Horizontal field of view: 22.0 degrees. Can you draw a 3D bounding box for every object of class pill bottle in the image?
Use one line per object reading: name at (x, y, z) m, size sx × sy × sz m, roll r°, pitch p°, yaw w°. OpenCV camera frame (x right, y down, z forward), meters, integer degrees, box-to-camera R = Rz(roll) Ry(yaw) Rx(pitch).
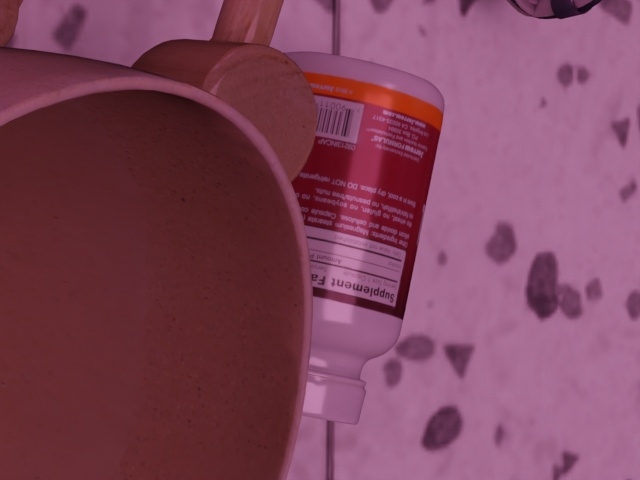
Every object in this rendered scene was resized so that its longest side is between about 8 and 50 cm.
pill bottle at (0.000, 0.000, 0.722) m, size 0.086 × 0.086 × 0.152 m, roll 15°, pitch 84°, yaw -39°

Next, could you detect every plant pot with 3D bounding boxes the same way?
plant pot at (-0.160, 0.060, 0.501) m, size 0.284 × 0.191 × 0.284 m, roll -42°, pitch 143°, yaw -42°

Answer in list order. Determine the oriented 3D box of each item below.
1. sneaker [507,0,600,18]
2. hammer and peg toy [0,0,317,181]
sneaker at (0.171, -0.160, 0.838) m, size 0.226 × 0.086 × 0.163 m, roll 32°, pitch 63°, yaw -26°
hammer and peg toy at (-0.134, -0.179, 0.576) m, size 0.361 × 0.127 × 0.266 m, roll 36°, pitch 69°, yaw -35°
